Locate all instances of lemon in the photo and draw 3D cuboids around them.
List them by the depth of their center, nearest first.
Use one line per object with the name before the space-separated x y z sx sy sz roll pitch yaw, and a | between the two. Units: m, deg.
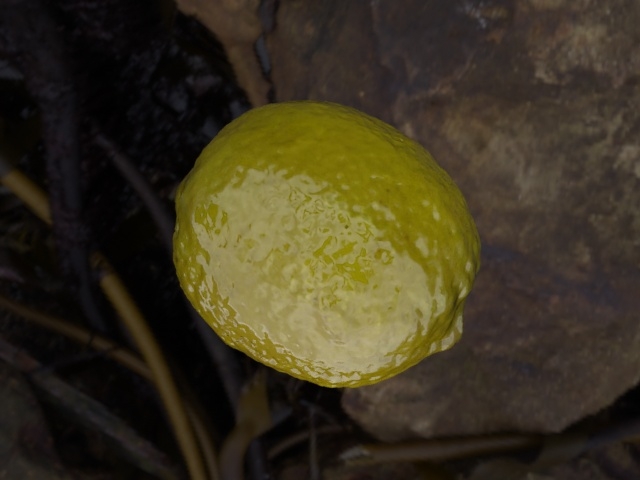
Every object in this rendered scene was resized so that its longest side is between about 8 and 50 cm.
lemon | 0.002 0.002 0.748 0.193 0.181 0.180 56 130 18
